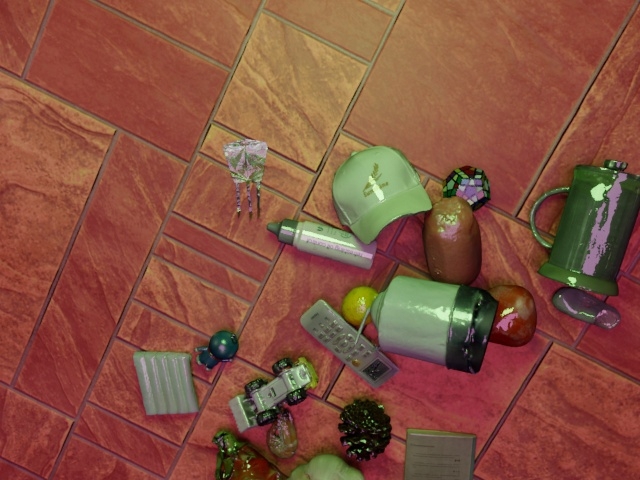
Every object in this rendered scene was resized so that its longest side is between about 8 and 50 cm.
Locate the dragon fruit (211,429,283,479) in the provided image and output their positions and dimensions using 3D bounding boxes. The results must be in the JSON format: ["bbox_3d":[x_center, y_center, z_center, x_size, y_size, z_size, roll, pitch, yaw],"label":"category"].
[{"bbox_3d":[-0.235,0.696,1.596,0.198,0.200,0.269,-39,94,-2],"label":"dragon fruit"}]

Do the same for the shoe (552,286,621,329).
[{"bbox_3d":[0.750,0.195,1.504,0.195,0.078,0.079,23,101,-4],"label":"shoe"}]

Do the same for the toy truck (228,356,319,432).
[{"bbox_3d":[-0.134,0.453,1.592,0.286,0.111,0.136,-36,64,18],"label":"toy truck"}]

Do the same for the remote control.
[{"bbox_3d":[0.086,0.298,1.582,0.313,0.055,0.109,42,117,-6],"label":"remote control"}]

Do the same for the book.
[{"bbox_3d":[0.358,0.714,1.645,0.215,0.025,0.282,4,100,2],"label":"book"}]

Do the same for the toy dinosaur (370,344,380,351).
[{"bbox_3d":[0.229,0.268,1.554,0.209,0.039,0.082,-26,67,-15],"label":"toy dinosaur"}]

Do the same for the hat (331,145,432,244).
[{"bbox_3d":[0.142,-0.125,1.411,0.258,0.301,0.168,-33,118,8],"label":"hat"}]

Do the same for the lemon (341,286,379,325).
[{"bbox_3d":[0.118,0.185,1.529,0.133,0.109,0.109,-26,97,34],"label":"lemon"}]

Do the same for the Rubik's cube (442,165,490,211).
[{"bbox_3d":[0.393,-0.135,1.457,0.133,0.112,0.133,0,100,3],"label":"Rubik's cube"}]

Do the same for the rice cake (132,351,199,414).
[{"bbox_3d":[-0.469,0.435,1.652,0.189,0.037,0.198,-1,99,5],"label":"rice cake"}]

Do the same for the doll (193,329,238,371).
[{"bbox_3d":[-0.300,0.323,1.601,0.114,0.085,0.152,39,111,-17],"label":"doll"}]

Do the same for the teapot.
[{"bbox_3d":[0.695,-0.050,1.424,0.270,0.200,0.337,20,100,34],"label":"teapot"}]

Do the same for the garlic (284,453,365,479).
[{"bbox_3d":[-0.007,0.732,1.589,0.281,0.203,0.184,-10,82,9],"label":"garlic"}]

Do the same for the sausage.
[{"bbox_3d":[0.349,0.012,1.432,0.152,0.152,0.279,-11,127,6],"label":"sausage"}]

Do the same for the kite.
[{"bbox_3d":[-0.214,-0.174,1.546,0.127,0.016,0.229,1,96,7],"label":"kite"}]

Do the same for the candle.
[{"bbox_3d":[0.271,0.204,1.401,0.343,0.221,0.221,11,101,24],"label":"candle"}]

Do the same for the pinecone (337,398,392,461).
[{"bbox_3d":[0.126,0.564,1.575,0.163,0.163,0.165,8,118,3],"label":"pinecone"}]

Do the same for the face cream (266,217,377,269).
[{"bbox_3d":[0.000,0.000,1.520,0.311,0.092,0.092,16,100,2],"label":"face cream"}]

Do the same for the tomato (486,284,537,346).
[{"bbox_3d":[0.506,0.205,1.488,0.187,0.151,0.187,1,96,8],"label":"tomato"}]

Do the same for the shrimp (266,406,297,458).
[{"bbox_3d":[-0.119,0.585,1.656,0.099,0.041,0.180,2,101,19],"label":"shrimp"}]
